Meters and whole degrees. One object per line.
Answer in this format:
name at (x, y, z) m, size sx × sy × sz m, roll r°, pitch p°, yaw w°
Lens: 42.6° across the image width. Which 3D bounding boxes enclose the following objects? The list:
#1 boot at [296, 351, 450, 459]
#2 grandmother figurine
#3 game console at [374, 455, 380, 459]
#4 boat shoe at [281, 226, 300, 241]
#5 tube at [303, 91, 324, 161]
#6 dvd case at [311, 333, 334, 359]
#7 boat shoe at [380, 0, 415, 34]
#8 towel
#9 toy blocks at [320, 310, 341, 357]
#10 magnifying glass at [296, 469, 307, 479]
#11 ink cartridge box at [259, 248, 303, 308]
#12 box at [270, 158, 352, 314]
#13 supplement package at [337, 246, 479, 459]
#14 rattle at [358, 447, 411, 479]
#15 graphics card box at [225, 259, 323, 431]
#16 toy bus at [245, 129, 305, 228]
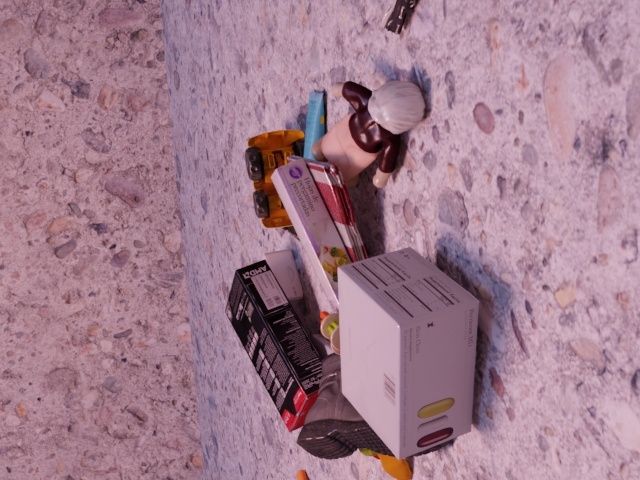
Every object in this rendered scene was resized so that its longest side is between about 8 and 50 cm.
boot at (0.106, 0.287, 1.557) m, size 0.338 × 0.118 × 0.223 m, roll -11°, pitch 44°, yaw 36°
grandmother figurine at (0.086, -0.203, 1.504) m, size 0.208 × 0.104 × 0.342 m, roll 54°, pitch 156°, yaw -4°
game console at (0.083, 0.390, 1.797) m, size 0.144 × 0.085 × 0.124 m, roll 17°, pitch 83°, yaw 51°
boat shoe at (-0.086, -0.056, 2.042) m, size 0.219 × 0.070 × 0.078 m, roll -127°, pitch 35°, yaw -53°
tube at (-0.014, -0.224, 1.825) m, size 0.080 × 0.052 × 0.207 m, roll 23°, pitch 114°, yaw 61°
dvd case at (0.038, 0.339, 1.931) m, size 0.253 × 0.022 × 0.181 m, roll -156°, pitch 60°, yaw -66°
boat shoe at (0.138, -0.392, 1.360) m, size 0.046 × 0.038 × 0.125 m, roll -60°, pitch 0°, yaw -39°
towel at (0.030, -0.013, 1.679) m, size 0.237 × 0.037 × 0.329 m, roll 24°, pitch 135°, yaw 66°
toy blocks at (0.036, 0.182, 1.580) m, size 0.123 × 0.054 × 0.148 m, roll 54°, pitch 172°, yaw -25°
magnifying glass at (-0.034, 0.708, 2.199) m, size 0.092 × 0.026 × 0.231 m, roll -62°, pitch 22°, yaw 22°
ink cartridge box at (-0.120, 0.126, 2.190) m, size 0.191 × 0.082 × 0.140 m, roll 122°, pitch 136°, yaw -62°
box at (0.000, 0.000, 1.613) m, size 0.324 × 0.063 × 0.067 m, roll 65°, pitch 162°, yaw 6°
supplement package at (0.139, 0.181, 1.350) m, size 0.204 × 0.145 × 0.262 m, roll 42°, pitch 142°, yaw 53°
rattle at (0.137, 0.360, 1.663) m, size 0.130 × 0.142 × 0.200 m, roll -49°, pitch 26°, yaw 22°
graphics card box at (-0.108, 0.260, 2.034) m, size 0.371 × 0.094 × 0.233 m, roll 57°, pitch 153°, yaw 23°
toy bus at (-0.105, -0.144, 1.970) m, size 0.211 × 0.149 × 0.220 m, roll -175°, pitch 76°, yaw -77°
